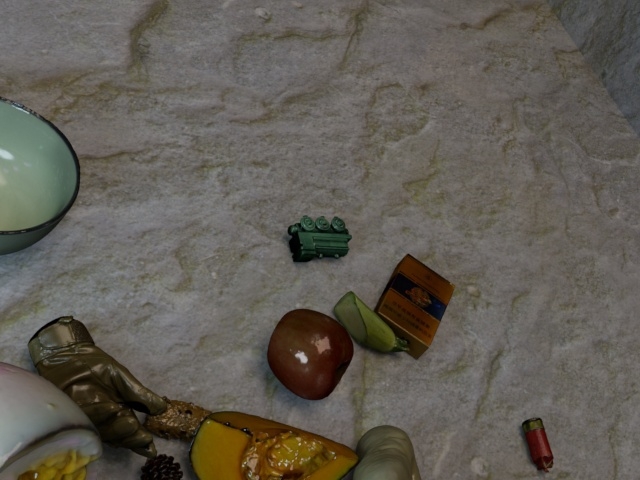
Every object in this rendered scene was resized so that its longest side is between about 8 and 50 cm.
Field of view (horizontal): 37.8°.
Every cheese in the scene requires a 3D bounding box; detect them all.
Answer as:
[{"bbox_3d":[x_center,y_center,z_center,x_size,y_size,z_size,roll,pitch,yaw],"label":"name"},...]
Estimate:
[{"bbox_3d":[0.126,0.468,1.773,0.130,0.328,0.351,-18,52,5],"label":"cheese"}]

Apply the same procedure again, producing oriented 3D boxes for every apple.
[{"bbox_3d":[-0.023,0.241,1.979,0.168,0.181,0.181,22,41,14],"label":"apple"}]

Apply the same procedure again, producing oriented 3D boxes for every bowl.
[{"bbox_3d":[-0.667,-0.102,1.837,0.354,0.185,0.353,18,46,-20],"label":"bowl"}]

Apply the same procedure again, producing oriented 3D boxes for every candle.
[{"bbox_3d":[0.517,0.486,2.207,0.052,0.052,0.130,8,51,-28],"label":"candle"}]

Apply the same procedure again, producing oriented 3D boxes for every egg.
[{"bbox_3d":[-0.567,0.331,1.436,0.340,0.354,0.354,32,40,21],"label":"egg"}]

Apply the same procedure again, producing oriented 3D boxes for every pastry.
[{"bbox_3d":[-0.273,0.347,1.809,0.140,0.056,0.080,26,51,-21],"label":"pastry"}]

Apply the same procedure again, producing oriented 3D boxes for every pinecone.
[{"bbox_3d":[-0.286,0.430,1.712,0.077,0.083,0.077,-7,101,-41],"label":"pinecone"}]

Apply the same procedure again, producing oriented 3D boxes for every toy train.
[{"bbox_3d":[0.000,0.000,2.275,0.171,0.071,0.111,3,62,-33],"label":"toy train"}]

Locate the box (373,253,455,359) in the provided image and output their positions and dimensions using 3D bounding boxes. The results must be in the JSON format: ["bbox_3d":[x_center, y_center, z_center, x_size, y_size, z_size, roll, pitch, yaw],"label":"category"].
[{"bbox_3d":[0.225,0.157,2.285,0.152,0.070,0.237,34,42,-3],"label":"box"}]

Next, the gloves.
[{"bbox_3d":[-0.409,0.285,1.713,0.331,0.141,0.154,46,17,23],"label":"gloves"}]

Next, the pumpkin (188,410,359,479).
[{"bbox_3d":[-0.095,0.442,1.809,0.312,0.169,0.148,15,2,3],"label":"pumpkin"}]

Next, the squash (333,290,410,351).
[{"bbox_3d":[0.120,0.210,2.164,0.200,0.090,0.075,40,34,-6],"label":"squash"}]
